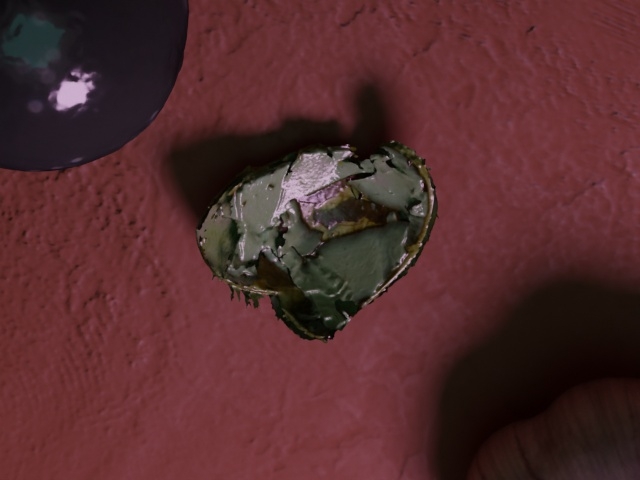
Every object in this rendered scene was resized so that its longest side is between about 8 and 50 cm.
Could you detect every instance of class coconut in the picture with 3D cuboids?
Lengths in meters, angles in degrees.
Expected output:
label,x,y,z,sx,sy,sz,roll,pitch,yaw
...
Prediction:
label,x,y,z,sx,sy,sz,roll,pitch,yaw
coconut,-0.002,-0.003,1.238,0.158,0.055,0.133,-4,114,-1

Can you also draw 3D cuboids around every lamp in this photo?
label,x,y,z,sx,sy,sz,roll,pitch,yaw
lamp,-0.229,-0.142,1.130,0.314,0.182,0.181,11,114,22

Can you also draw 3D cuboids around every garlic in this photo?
label,x,y,z,sx,sy,sz,roll,pitch,yaw
garlic,0.211,0.231,1.249,0.245,0.253,0.245,2,118,3
